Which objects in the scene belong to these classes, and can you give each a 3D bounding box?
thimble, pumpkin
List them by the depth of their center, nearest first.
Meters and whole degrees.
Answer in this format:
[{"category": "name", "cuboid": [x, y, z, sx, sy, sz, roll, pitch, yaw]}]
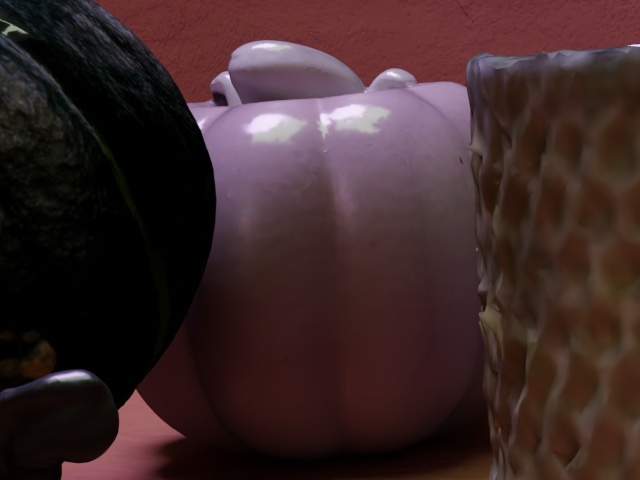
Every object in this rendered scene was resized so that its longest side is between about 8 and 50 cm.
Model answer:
[{"category": "thimble", "cuboid": [0.181, 0.006, 0.584, 0.271, 0.150, 0.271, -4, 5, 0]}, {"category": "pumpkin", "cuboid": [-0.140, 0.008, 0.610, 0.220, 0.162, 0.220, -29, 12, 7]}]

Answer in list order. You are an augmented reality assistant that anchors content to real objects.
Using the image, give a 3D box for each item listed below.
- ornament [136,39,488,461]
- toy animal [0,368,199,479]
[{"category": "ornament", "cuboid": [0.001, 0.000, 0.737, 0.178, 0.177, 0.177, -4, 5, 0]}, {"category": "toy animal", "cuboid": [-0.133, 0.076, 0.462, 0.233, 0.084, 0.148, -9, 5, -8]}]
